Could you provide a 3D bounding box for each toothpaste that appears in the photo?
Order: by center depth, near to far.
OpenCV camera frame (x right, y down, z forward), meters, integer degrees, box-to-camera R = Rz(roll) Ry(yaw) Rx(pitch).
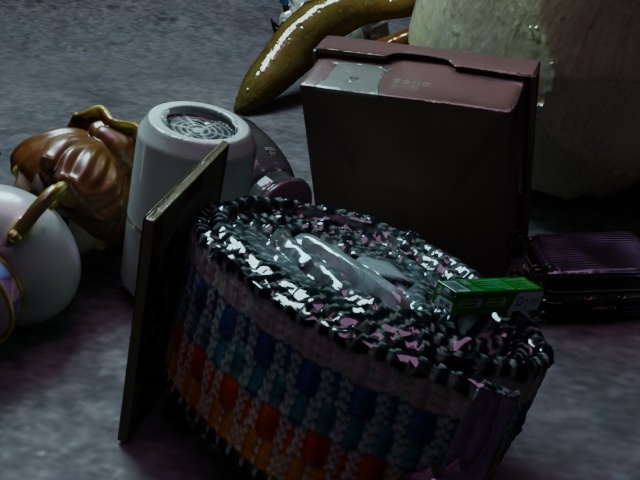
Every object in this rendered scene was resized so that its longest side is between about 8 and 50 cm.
[{"bbox_3d":[0.110,0.036,0.590,0.083,0.017,0.020,1,22,-37],"label":"toothpaste"}]

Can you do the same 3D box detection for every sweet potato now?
[{"bbox_3d":[0.011,-0.298,1.310,0.346,0.079,0.108,-30,66,2],"label":"sweet potato"}]

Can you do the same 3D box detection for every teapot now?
[{"bbox_3d":[-0.088,-0.054,0.952,0.148,0.116,0.146,-21,45,-39],"label":"teapot"}]

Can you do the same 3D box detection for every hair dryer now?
[{"bbox_3d":[0.000,0.000,0.829,0.357,0.173,0.107,15,31,1],"label":"hair dryer"}]

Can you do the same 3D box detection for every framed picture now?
[{"bbox_3d":[-0.111,0.038,0.691,0.010,0.201,0.136,19,32,8],"label":"framed picture"}]

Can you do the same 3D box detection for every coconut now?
[{"bbox_3d":[0.278,-0.231,0.956,0.346,0.360,0.346,2,71,-7],"label":"coconut"}]

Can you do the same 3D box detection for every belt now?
[{"bbox_3d":[0.020,0.090,0.643,0.295,0.160,0.207,30,24,35],"label":"belt"}]

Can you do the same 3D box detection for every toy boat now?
[{"bbox_3d":[0.007,-0.349,1.470,0.141,0.141,0.269,-21,33,-33],"label":"toy boat"}]

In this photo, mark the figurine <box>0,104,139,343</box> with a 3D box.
[{"bbox_3d":[-0.251,-0.023,0.851,0.189,0.142,0.263,-34,14,38],"label":"figurine"}]

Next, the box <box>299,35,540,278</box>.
[{"bbox_3d":[0.095,-0.076,0.887,0.215,0.215,0.086,12,44,20],"label":"box"}]

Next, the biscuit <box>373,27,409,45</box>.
[{"bbox_3d":[0.117,-0.243,1.245,0.220,0.066,0.220,-16,3,1],"label":"biscuit"}]

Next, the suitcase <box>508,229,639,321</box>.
[{"bbox_3d":[0.245,0.031,0.839,0.126,0.059,0.086,-3,30,-4],"label":"suitcase"}]
